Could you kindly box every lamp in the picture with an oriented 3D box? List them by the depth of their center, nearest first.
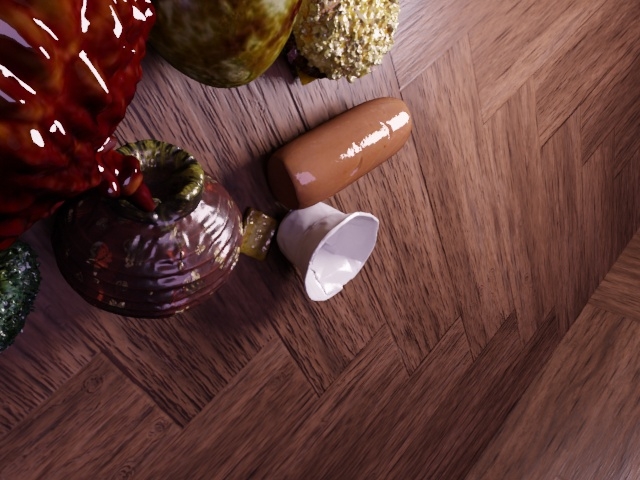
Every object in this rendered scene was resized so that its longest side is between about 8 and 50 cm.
[{"bbox_3d":[-0.218,-0.013,0.682,0.247,0.247,0.247,-19,119,-38],"label":"lamp"}]

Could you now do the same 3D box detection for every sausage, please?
[{"bbox_3d":[0.043,-0.165,0.945,0.304,0.121,0.121,-33,127,-28],"label":"sausage"}]

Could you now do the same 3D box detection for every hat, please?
[{"bbox_3d":[0.000,0.000,0.953,0.203,0.126,0.203,-39,151,-26],"label":"hat"}]

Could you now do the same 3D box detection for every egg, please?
[{"bbox_3d":[-0.133,-0.325,0.629,0.238,0.238,0.289,-29,135,-33],"label":"egg"}]

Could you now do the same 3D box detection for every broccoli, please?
[{"bbox_3d":[-0.433,0.063,0.592,0.194,0.194,0.219,20,116,-46],"label":"broccoli"}]

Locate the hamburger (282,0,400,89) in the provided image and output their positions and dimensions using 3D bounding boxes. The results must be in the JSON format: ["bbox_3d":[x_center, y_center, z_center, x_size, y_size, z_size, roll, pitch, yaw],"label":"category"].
[{"bbox_3d":[0.033,-0.381,0.833,0.243,0.139,0.261,-47,134,-18],"label":"hamburger"}]

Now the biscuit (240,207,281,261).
[{"bbox_3d":[-0.114,-0.009,0.933,0.081,0.018,0.083,24,89,-46],"label":"biscuit"}]

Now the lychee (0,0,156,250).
[{"bbox_3d":[-0.322,-0.164,0.386,0.500,0.424,0.424,33,83,-42],"label":"lychee"}]
